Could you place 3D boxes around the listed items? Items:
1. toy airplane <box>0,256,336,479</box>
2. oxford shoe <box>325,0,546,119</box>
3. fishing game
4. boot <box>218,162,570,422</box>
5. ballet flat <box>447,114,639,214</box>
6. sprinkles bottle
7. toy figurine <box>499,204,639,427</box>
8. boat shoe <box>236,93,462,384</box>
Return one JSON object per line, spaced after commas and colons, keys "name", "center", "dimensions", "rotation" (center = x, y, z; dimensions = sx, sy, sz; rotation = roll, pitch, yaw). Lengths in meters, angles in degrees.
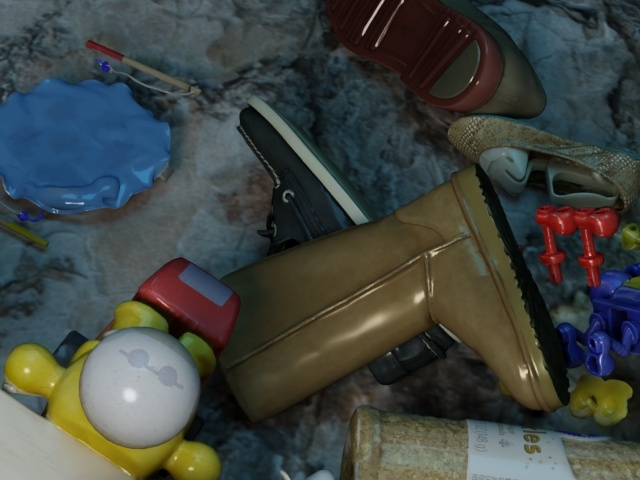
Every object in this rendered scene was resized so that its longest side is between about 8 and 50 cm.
{"name": "toy airplane", "center": [-0.180, 0.167, 1.447], "dimensions": [0.386, 0.272, 0.384], "rotation": [-1, 57, -31]}
{"name": "oxford shoe", "center": [0.116, -0.220, 2.129], "dimensions": [0.130, 0.123, 0.348], "rotation": [21, 23, -39]}
{"name": "fishing game", "center": [-0.234, -0.088, 1.930], "dimensions": [0.189, 0.041, 0.264], "rotation": [23, 50, 16]}
{"name": "boot", "center": [0.053, 0.086, 1.665], "dimensions": [0.269, 0.089, 0.236], "rotation": [-27, 60, 15]}
{"name": "ballet flat", "center": [0.223, -0.072, 1.983], "dimensions": [0.206, 0.073, 0.067], "rotation": [12, 54, 9]}
{"name": "sprinkles bottle", "center": [0.195, 0.210, 1.595], "dimensions": [0.355, 0.121, 0.121], "rotation": [7, 40, -3]}
{"name": "toy figurine", "center": [0.311, 0.036, 1.683], "dimensions": [0.217, 0.191, 0.362], "rotation": [-20, 17, -31]}
{"name": "boat shoe", "center": [0.002, 0.002, 1.818], "dimensions": [0.113, 0.127, 0.340], "rotation": [-44, 61, 5]}
